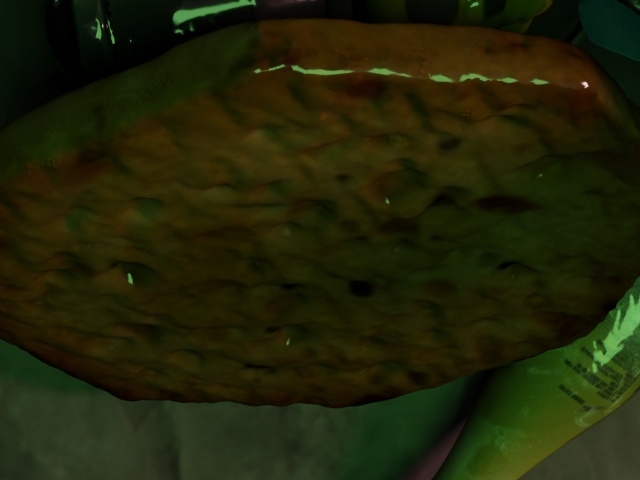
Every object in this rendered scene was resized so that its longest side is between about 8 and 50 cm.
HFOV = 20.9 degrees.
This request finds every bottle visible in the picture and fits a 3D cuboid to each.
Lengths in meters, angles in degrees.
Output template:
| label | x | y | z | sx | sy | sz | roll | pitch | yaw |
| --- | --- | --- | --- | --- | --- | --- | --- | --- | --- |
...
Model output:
| label | x | y | z | sx | sy | sz | roll | pitch | yaw |
| --- | --- | --- | --- | --- | --- | --- | --- | --- | --- |
| bottle | 0.137 | 0.072 | 0.985 | 0.083 | 0.083 | 0.270 | 32 | 106 | -25 |

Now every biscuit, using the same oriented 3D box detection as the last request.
| label | x | y | z | sx | sy | sz | roll | pitch | yaw |
| --- | --- | --- | --- | --- | --- | --- | --- | --- | --- |
| biscuit | -0.001 | 0.000 | 0.837 | 0.359 | 0.046 | 0.359 | -4 | 151 | -2 |

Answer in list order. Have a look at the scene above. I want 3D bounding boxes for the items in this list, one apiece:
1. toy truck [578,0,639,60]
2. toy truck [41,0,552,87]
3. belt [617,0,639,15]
| label | x | y | z | sx | sy | sz | roll | pitch | yaw |
| --- | --- | --- | --- | --- | --- | --- | --- | --- | --- |
| toy truck | 0.233 | -0.242 | 0.770 | 0.175 | 0.146 | 0.367 | 34 | 130 | 14 |
| toy truck | -0.005 | -0.124 | 0.794 | 0.224 | 0.165 | 0.147 | -2 | 115 | 10 |
| belt | 0.201 | -0.083 | 0.731 | 0.126 | 0.094 | 0.359 | -30 | 101 | 39 |
